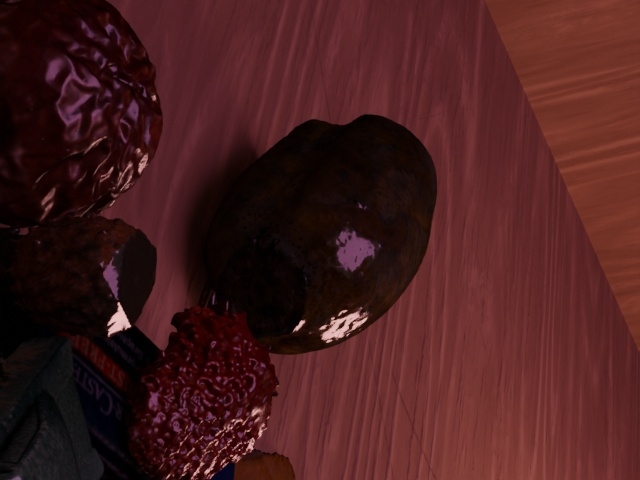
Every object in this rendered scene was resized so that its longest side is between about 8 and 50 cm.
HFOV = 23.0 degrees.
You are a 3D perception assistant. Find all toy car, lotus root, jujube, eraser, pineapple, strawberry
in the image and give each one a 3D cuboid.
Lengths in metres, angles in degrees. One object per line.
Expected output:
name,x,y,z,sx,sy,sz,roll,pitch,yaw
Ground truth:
toy car,-0.237,0.192,1.156,0.320,0.097,0.141,-62,144,-64
lotus root,0.000,0.000,1.865,0.346,0.251,0.250,-46,121,-58
jujube,-0.243,-0.116,1.382,0.232,0.213,0.212,-30,106,-65
eraser,-0.194,0.168,1.462,0.332,0.102,0.155,51,34,-47
pineapple,-0.239,0.024,1.316,0.108,0.198,0.108,5,90,-68
strawberry,-0.094,0.156,1.464,0.208,0.087,0.167,-67,141,-53

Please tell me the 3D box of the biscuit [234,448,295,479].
biscuit,-0.071,0.348,1.781,0.232,0.013,0.236,31,49,-61
